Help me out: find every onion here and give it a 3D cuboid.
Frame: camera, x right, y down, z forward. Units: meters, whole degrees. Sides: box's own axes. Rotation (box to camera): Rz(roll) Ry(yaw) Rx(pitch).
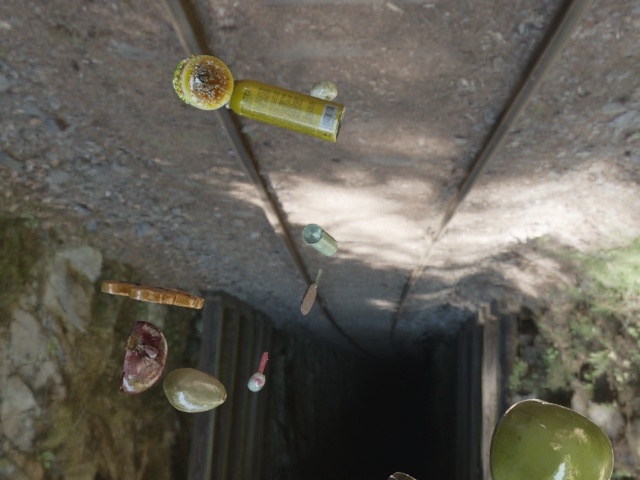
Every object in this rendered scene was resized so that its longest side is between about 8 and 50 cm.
[{"bbox_3d":[-0.424,0.292,1.656,0.098,0.206,0.151,8,134,-8],"label":"onion"}]

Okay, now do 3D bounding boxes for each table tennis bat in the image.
[{"bbox_3d":[-0.014,0.087,1.156,0.007,0.083,0.050,18,161,21],"label":"table tennis bat"}]

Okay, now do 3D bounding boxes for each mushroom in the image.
[{"bbox_3d":[0.011,-0.438,2.027,0.083,0.068,0.083,-13,167,-3],"label":"mushroom"}]

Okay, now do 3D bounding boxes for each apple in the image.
[{"bbox_3d":[0.500,0.475,1.487,0.262,0.262,0.262,2,168,0],"label":"apple"}]

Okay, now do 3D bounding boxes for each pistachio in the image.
[{"bbox_3d":[-0.365,0.437,1.973,0.185,0.126,0.108,18,173,-10],"label":"pistachio"}]

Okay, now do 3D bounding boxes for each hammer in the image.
[{"bbox_3d":[-0.122,0.262,1.376,0.031,0.083,0.052,22,147,-9],"label":"hammer"}]

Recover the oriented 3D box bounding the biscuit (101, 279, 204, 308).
[{"bbox_3d":[-0.457,0.152,1.935,0.202,0.047,0.334,8,173,29],"label":"biscuit"}]

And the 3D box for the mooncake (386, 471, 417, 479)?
[{"bbox_3d":[0.226,0.817,1.945,0.161,0.290,0.290,21,176,22],"label":"mooncake"}]

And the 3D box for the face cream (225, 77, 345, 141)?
[{"bbox_3d":[-0.113,-0.360,1.832,0.348,0.105,0.105,16,169,4],"label":"face cream"}]

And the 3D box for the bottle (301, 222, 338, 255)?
[{"bbox_3d":[0.000,0.000,2.245,0.072,0.072,0.201,-2,167,16],"label":"bottle"}]

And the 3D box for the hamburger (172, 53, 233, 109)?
[{"bbox_3d":[-0.273,-0.370,1.592,0.141,0.127,0.081,26,175,-19],"label":"hamburger"}]
